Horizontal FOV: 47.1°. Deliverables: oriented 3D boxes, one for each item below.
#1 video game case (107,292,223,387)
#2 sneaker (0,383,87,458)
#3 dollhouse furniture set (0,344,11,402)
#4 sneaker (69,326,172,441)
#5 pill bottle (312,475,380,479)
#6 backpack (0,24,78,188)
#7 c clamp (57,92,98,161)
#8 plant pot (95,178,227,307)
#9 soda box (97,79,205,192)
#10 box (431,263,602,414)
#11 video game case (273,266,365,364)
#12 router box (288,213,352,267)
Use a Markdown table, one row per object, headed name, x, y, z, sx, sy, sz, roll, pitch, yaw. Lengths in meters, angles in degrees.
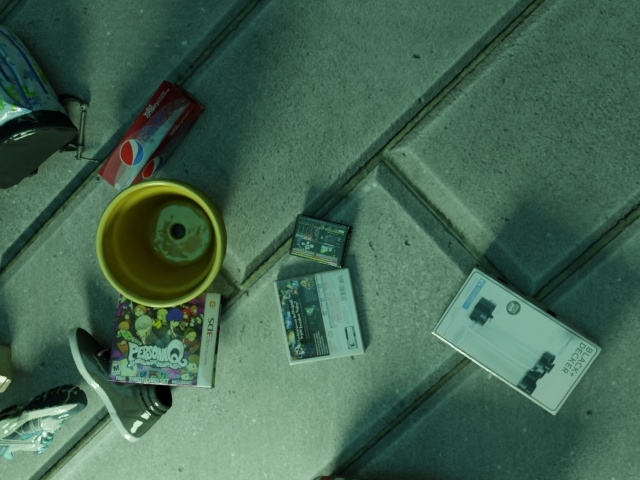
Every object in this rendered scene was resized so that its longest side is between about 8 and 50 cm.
| name | x | y | z | sx | sy | sz | roll | pitch | yaw |
| --- | --- | --- | --- | --- | --- | --- | --- | --- | --- |
| video game case | -0.341 | 0.215 | 1.628 | 0.232 | 0.042 | 0.210 | 4 | 75 | 2 |
| sneaker | -0.661 | 0.436 | 1.746 | 0.283 | 0.110 | 0.122 | -21 | 105 | 16 |
| dollhouse furniture set | -0.900 | 0.398 | 1.742 | 0.355 | 0.174 | 0.303 | -50 | 37 | 18 |
| sneaker | -0.446 | 0.299 | 1.680 | 0.147 | 0.104 | 0.296 | -34 | 88 | 9 |
| pill bottle | 0.153 | 0.597 | 1.487 | 0.363 | 0.210 | 0.210 | 0 | 92 | 14 |
| backpack | -0.762 | -0.339 | 1.670 | 0.290 | 0.273 | 0.355 | -28 | 72 | 24 |
| c clamp | -0.578 | -0.267 | 1.730 | 0.137 | 0.022 | 0.161 | 4 | 94 | 18 |
| plant pot | -0.316 | -0.006 | 1.547 | 0.254 | 0.239 | 0.254 | 0 | 97 | -1 |
| soda box | -0.378 | -0.225 | 1.644 | 0.083 | 0.092 | 0.263 | 40 | 100 | 10 |
| box | 0.392 | 0.194 | 1.479 | 0.290 | 0.087 | 0.169 | 35 | 99 | 10 |
| video game case | -0.003 | 0.166 | 1.606 | 0.173 | 0.022 | 0.190 | -11 | 90 | 13 |
| router box | 0.000 | 0.000 | 1.590 | 0.122 | 0.038 | 0.092 | 14 | 95 | 13 |
